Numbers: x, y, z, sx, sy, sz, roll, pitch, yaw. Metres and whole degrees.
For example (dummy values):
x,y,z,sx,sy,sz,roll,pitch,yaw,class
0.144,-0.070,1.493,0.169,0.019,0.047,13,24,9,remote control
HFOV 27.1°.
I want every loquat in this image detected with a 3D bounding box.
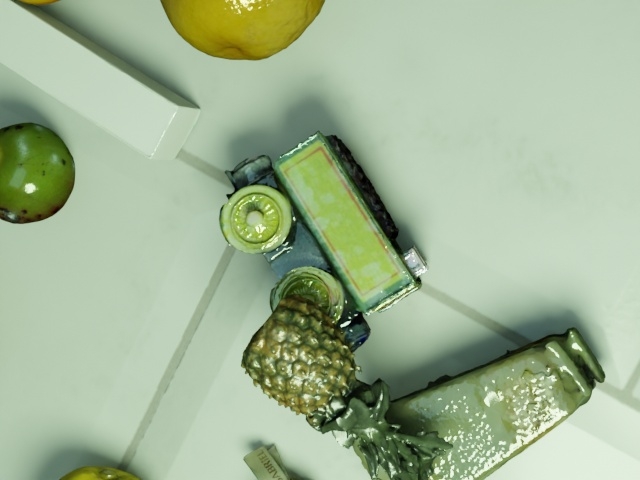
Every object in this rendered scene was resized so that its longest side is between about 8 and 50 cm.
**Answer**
x,y,z,sx,sy,sz,roll,pitch,yaw,class
-0.093,-0.309,1.524,0.208,0.208,0.208,1,92,15,loquat

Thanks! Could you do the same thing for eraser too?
x,y,z,sx,sy,sz,roll,pitch,yaw,class
-0.297,-0.206,1.644,0.298,0.078,0.076,32,101,12,eraser

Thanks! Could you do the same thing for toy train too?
x,y,z,sx,sy,sz,roll,pitch,yaw,class
0.000,0.000,1.548,0.177,0.134,0.261,-33,84,6,toy train

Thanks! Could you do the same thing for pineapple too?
x,y,z,sx,sy,sz,roll,pitch,yaw,class
0.027,0.173,1.428,0.251,0.125,0.125,42,102,6,pineapple

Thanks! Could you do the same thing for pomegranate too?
x,y,z,sx,sy,sz,roll,pitch,yaw,class
-0.381,-0.080,1.635,0.129,0.159,0.129,10,106,41,pomegranate

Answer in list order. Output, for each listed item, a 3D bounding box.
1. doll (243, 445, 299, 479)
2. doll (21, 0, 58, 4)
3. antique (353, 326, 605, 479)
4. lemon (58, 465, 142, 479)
x,y,z,sx,sy,sz,roll,pitch,yaw,class
-0.025,0.346,1.578,0.115,0.105,0.221,-40,83,15,doll
-0.392,-0.389,1.617,0.269,0.166,0.162,39,89,8,doll
0.187,0.201,1.503,0.284,0.125,0.150,-32,84,14,antique
-0.264,0.376,1.617,0.170,0.170,0.207,-1,98,15,lemon
